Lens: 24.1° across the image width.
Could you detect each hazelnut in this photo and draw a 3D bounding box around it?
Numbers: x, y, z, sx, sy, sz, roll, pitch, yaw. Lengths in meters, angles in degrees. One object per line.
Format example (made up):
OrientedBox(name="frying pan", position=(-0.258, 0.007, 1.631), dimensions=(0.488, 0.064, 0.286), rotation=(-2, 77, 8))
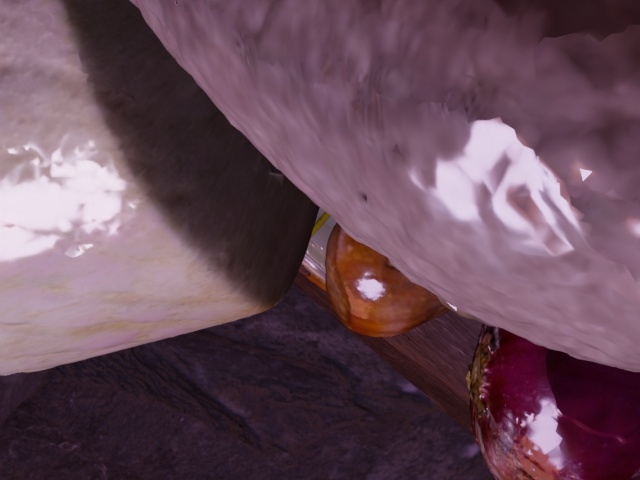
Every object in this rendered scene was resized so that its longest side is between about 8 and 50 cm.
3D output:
OrientedBox(name="hazelnut", position=(0.075, 0.025, 1.511), dimensions=(0.150, 0.150, 0.150), rotation=(41, 174, 5))

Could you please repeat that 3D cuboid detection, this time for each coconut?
OrientedBox(name="coconut", position=(-0.155, -0.104, 1.016), dimensions=(0.344, 0.415, 0.415), rotation=(66, 166, -18))

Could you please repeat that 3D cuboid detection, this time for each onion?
OrientedBox(name="onion", position=(0.215, 0.103, 1.040), dimensions=(0.218, 0.195, 0.140), rotation=(7, 174, -3))

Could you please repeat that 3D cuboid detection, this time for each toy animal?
OrientedBox(name="toy animal", position=(0.089, -0.059, 0.516), dimensions=(0.358, 0.188, 0.226), rotation=(34, -179, 42))

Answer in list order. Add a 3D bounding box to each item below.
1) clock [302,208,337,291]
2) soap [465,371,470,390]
OrientedBox(name="clock", position=(0.000, 0.000, 1.815), dimensions=(0.255, 0.106, 0.220), rotation=(42, 174, -14))
OrientedBox(name="soap", position=(0.196, 0.133, 1.511), dimensions=(0.089, 0.033, 0.168), rotation=(47, 136, 25))
